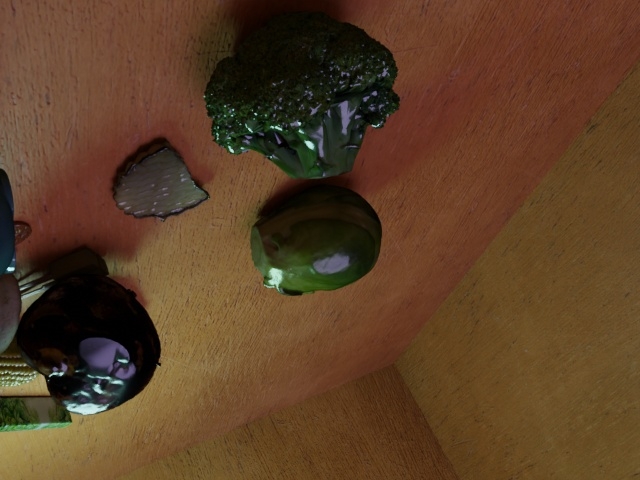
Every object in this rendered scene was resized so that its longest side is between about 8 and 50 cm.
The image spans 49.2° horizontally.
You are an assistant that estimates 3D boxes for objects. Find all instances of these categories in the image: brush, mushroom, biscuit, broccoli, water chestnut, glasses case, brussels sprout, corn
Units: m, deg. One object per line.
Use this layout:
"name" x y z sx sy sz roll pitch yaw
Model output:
"brush" -0.633 0.095 1.663 0.233 0.047 0.103 -24 159 -2
"mushroom" -0.752 0.186 1.535 0.253 0.189 0.195 -35 152 16
"biscuit" -0.656 -0.009 1.469 0.091 0.015 0.078 -34 156 8
"biscuit" -0.367 -0.117 1.553 0.187 0.036 0.273 -28 156 -4
"broccoli" -0.035 -0.270 1.313 0.413 0.321 0.310 -28 141 -65
"water chestnut" -0.534 0.227 1.665 0.334 0.347 0.335 1 119 2
"glasses case" -0.902 0.540 2.171 0.062 0.095 0.272 -32 156 18
"brussels sprout" 0.000 0.000 1.919 0.371 0.276 0.315 -4 159 -32
"corn" -0.832 0.298 1.738 0.130 0.130 0.346 -39 151 21

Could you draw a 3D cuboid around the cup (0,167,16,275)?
"cup" -0.666 -0.046 1.181 0.257 0.219 0.290 -10 118 -37
